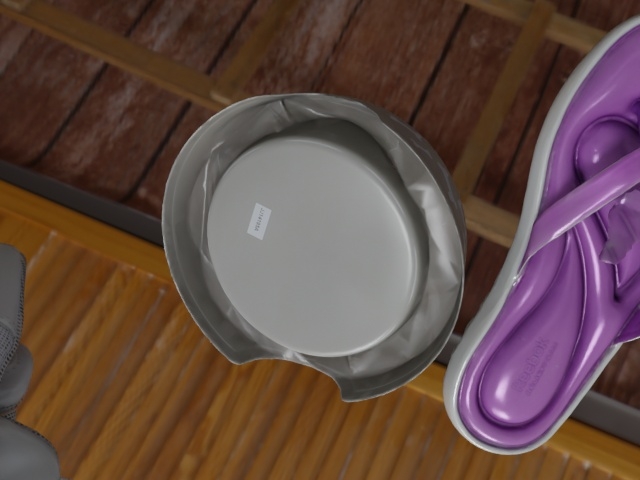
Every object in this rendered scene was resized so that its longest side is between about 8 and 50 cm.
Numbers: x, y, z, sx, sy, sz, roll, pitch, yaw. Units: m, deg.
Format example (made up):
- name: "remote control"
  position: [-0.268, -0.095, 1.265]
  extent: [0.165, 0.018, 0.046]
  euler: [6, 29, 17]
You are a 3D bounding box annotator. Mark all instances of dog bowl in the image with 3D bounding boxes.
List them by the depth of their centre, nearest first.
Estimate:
- name: "dog bowl"
  position: [0.000, 0.000, 0.960]
  extent: [0.102, 0.348, 0.349]
  euler: [-39, 148, -59]

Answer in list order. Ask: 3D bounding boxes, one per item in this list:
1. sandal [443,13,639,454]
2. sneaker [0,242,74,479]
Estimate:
- name: "sandal"
  position: [0.243, 0.017, 0.746]
  extent: [0.102, 0.169, 0.417]
  euler: [-104, -148, -72]
- name: "sneaker"
  position: [-0.255, 0.051, 0.374]
  extent: [0.210, 0.365, 0.138]
  euler: [-7, 120, -41]
